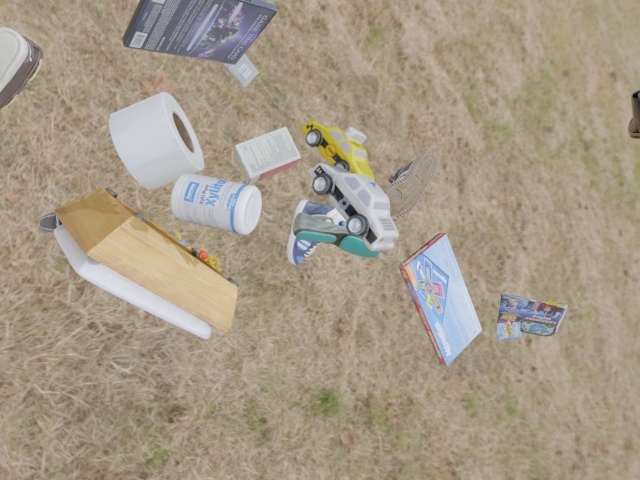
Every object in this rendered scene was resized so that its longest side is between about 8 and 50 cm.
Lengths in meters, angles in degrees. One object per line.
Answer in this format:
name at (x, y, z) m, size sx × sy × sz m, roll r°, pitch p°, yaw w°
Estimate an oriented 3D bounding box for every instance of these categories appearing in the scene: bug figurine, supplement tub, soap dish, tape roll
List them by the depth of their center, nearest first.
supplement tub at (-0.143, -0.051, 0.596) m, size 0.071 × 0.107 × 0.070 m, roll 12°, pitch 90°, yaw -79°
soap dish at (-0.294, 0.038, 0.750) m, size 0.118 × 0.229 × 0.291 m, roll -53°, pitch 133°, yaw -10°
bug figurine at (-0.338, 0.101, 1.180) m, size 0.072 × 0.279 × 0.216 m, roll -16°, pitch 80°, yaw -1°
tape roll at (-0.478, -0.291, 1.270) m, size 0.169 × 0.246 × 0.246 m, roll -22°, pitch 94°, yaw 3°

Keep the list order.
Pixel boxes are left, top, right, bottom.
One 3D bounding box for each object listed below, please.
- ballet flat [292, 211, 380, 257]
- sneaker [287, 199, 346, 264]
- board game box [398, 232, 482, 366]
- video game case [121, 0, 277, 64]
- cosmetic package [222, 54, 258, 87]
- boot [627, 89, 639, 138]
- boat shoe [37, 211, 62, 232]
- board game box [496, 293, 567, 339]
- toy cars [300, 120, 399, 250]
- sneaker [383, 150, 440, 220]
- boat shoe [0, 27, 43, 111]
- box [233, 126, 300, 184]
ballet flat at (0.042, -0.019, 0.969) m, size 0.214 × 0.072 × 0.068 m, roll 14°, pitch 58°, yaw -16°
sneaker at (0.000, -0.001, 1.773) m, size 0.130 × 0.237 × 0.322 m, roll -50°, pitch 156°, yaw -55°
board game box at (0.286, 0.139, 0.997) m, size 0.145 × 0.027 × 0.281 m, roll -35°, pitch 110°, yaw -26°
video game case at (-0.253, -0.461, 0.913) m, size 0.274 × 0.196 × 0.026 m, roll -13°, pitch 80°, yaw -44°
cosmetic package at (-0.390, -0.796, 1.892) m, size 0.107 × 0.238 × 0.127 m, roll -47°, pitch 145°, yaw 3°
boot at (0.810, -0.326, 1.070) m, size 0.137 × 0.077 × 0.198 m, roll 58°, pitch 26°, yaw -12°
boat shoe at (-0.746, -0.061, 1.265) m, size 0.184 × 0.066 × 0.066 m, roll -7°, pitch 91°, yaw -8°
board game box at (0.613, 0.240, 1.284) m, size 0.194 × 0.194 × 0.060 m, roll -28°, pitch 116°, yaw -45°
toy cars at (0.061, -0.134, 0.802) m, size 0.177 × 0.087 × 0.393 m, roll 31°, pitch 26°, yaw -25°
sneaker at (0.241, -0.147, 1.306) m, size 0.099 × 0.153 × 0.282 m, roll 45°, pitch 68°, yaw -6°
boat shoe at (-0.800, -0.360, 1.026) m, size 0.116 × 0.097 × 0.324 m, roll 44°, pitch 96°, yaw -3°
box at (-0.222, -0.345, 1.761) m, size 0.233 × 0.127 × 0.148 m, roll -25°, pitch 88°, yaw -16°
